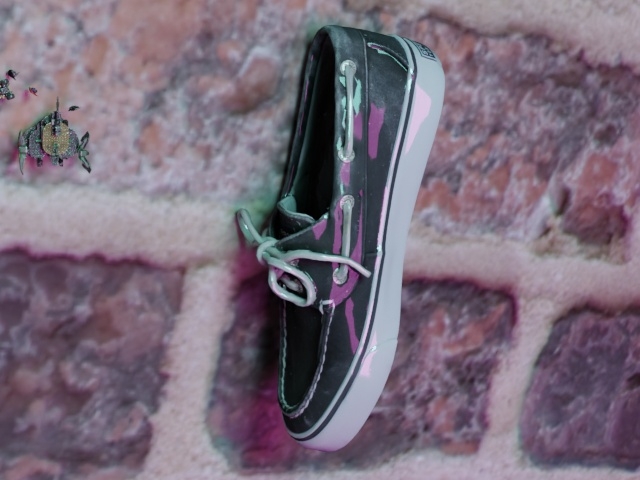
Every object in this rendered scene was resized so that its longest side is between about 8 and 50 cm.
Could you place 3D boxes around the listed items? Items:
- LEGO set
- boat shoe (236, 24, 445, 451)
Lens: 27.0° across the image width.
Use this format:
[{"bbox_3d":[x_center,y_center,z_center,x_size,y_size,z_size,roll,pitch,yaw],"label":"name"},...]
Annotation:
[{"bbox_3d":[-0.178,-0.073,0.846,0.054,0.023,0.083,-36,115,-20],"label":"LEGO set"},{"bbox_3d":[0.002,0.001,0.952,0.105,0.113,0.306,8,103,-32],"label":"boat shoe"}]
